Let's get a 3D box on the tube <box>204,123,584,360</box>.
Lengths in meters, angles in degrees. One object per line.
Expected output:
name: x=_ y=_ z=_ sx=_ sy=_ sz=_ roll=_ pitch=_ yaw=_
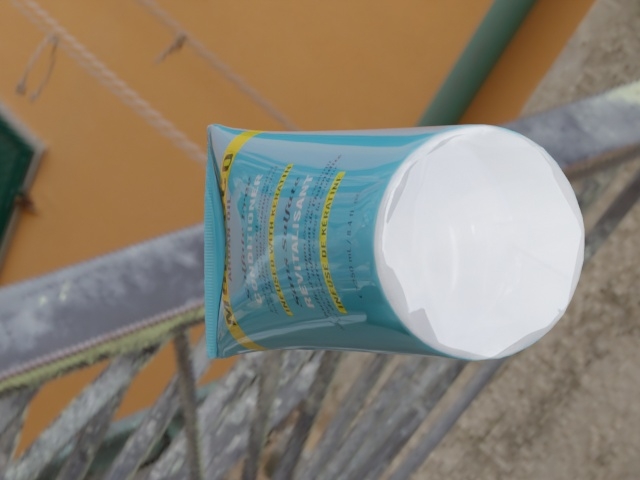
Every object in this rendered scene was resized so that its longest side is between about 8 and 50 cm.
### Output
tube: x=0.000 y=0.000 z=0.434 sx=0.052 sy=0.207 sz=0.080 roll=5 pitch=88 yaw=-21
